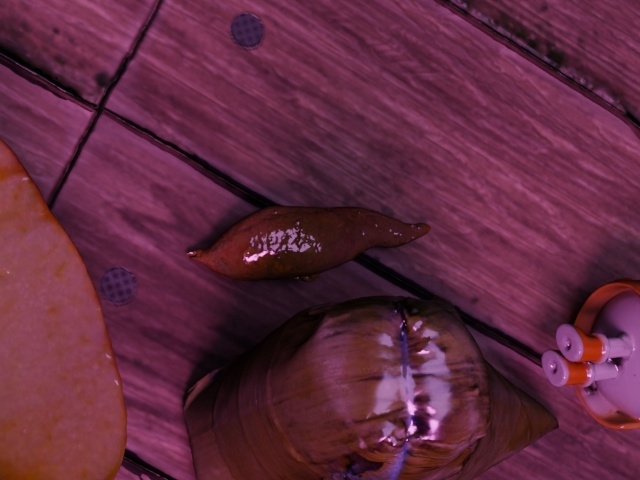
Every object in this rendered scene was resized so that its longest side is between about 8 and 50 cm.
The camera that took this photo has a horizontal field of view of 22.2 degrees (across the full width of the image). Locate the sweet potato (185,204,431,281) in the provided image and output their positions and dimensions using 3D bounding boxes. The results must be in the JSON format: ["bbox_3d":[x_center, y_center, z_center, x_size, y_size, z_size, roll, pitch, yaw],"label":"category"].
[{"bbox_3d":[0.001,-0.001,1.386,0.226,0.068,0.068,-8,87,-23],"label":"sweet potato"}]

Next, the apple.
[{"bbox_3d":[-0.320,0.097,1.137,0.328,0.295,0.365,-35,100,8],"label":"apple"}]

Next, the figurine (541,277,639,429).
[{"bbox_3d":[0.324,0.103,1.466,0.271,0.143,0.143,11,81,-19],"label":"figurine"}]

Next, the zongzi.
[{"bbox_3d":[0.110,0.130,1.286,0.360,0.323,0.160,2,76,-25],"label":"zongzi"}]
